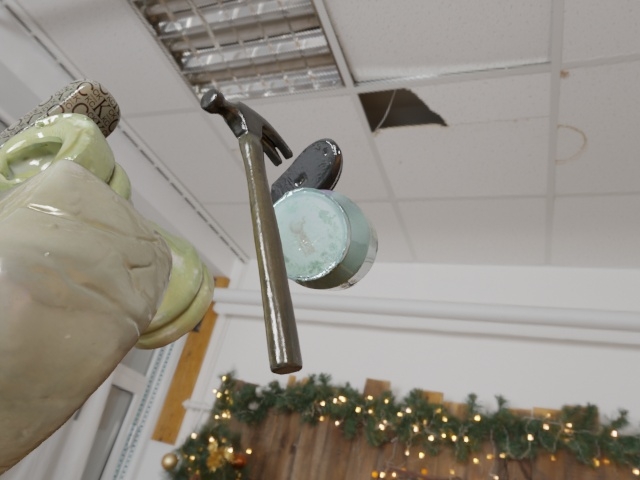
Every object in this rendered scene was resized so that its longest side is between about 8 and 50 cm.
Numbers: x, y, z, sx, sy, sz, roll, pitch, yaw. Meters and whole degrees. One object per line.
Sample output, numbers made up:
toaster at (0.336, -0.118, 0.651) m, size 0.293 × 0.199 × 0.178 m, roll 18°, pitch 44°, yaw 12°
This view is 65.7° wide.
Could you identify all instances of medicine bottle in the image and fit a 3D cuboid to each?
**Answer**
medicine bottle at (0.000, 0.000, 1.173) m, size 0.245 × 0.244 × 0.290 m, roll 7°, pitch -3°, yaw 14°

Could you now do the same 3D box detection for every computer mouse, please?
computer mouse at (-0.026, -0.171, 1.398) m, size 0.270 × 0.137 × 0.086 m, roll -43°, pitch -26°, yaw 26°

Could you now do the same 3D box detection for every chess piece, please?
chess piece at (-0.380, -0.007, 0.912) m, size 0.234 × 0.234 × 0.442 m, roll 3°, pitch -39°, yaw 20°

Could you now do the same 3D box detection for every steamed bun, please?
steamed bun at (-0.347, 0.106, 0.551) m, size 0.247 × 0.383 × 0.236 m, roll 51°, pitch -9°, yaw -27°

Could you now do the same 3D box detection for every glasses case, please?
glasses case at (-0.605, -0.215, 1.100) m, size 0.085 × 0.355 × 0.137 m, roll 38°, pitch -15°, yaw 35°

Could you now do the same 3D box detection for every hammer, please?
hammer at (-0.085, -0.025, 0.718) m, size 0.044 × 0.439 × 0.168 m, roll -30°, pitch -34°, yaw 29°
